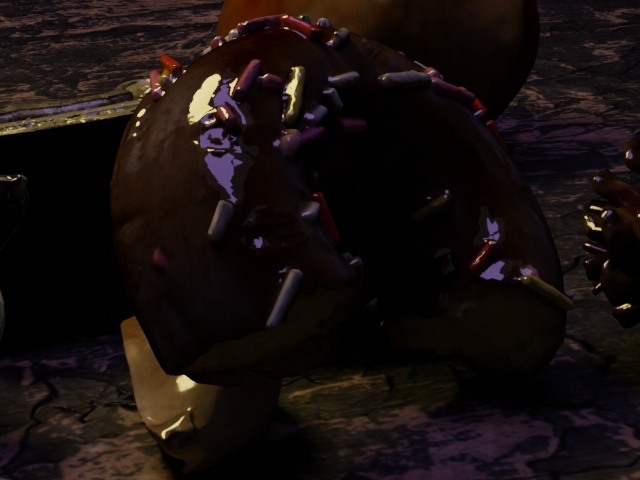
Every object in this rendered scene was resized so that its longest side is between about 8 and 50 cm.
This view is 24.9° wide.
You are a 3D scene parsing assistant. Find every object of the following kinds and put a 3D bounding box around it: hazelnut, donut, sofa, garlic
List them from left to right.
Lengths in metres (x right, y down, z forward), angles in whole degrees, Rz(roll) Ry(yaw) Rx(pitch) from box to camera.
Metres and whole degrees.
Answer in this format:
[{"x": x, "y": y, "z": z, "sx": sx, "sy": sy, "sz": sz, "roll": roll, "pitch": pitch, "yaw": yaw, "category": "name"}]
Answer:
[{"x": -0.229, "y": -0.033, "z": 1.202, "sx": 0.258, "sy": 0.200, "sz": 0.182, "roll": -14, "pitch": 23, "yaw": -26, "category": "sofa"}, {"x": -0.076, "y": 0.093, "z": 0.988, "sx": 0.101, "sy": 0.087, "sz": 0.195, "roll": -20, "pitch": 24, "yaw": -7, "category": "garlic"}, {"x": 0.019, "y": -0.031, "z": 0.979, "sx": 0.345, "sy": 0.259, "sz": 0.136, "roll": 9, "pitch": -32, "yaw": -41, "category": "donut"}, {"x": 0.059, "y": -0.231, "z": 1.604, "sx": 0.366, "sy": 0.366, "sz": 0.366, "roll": -3, "pitch": 18, "yaw": 1, "category": "hazelnut"}]

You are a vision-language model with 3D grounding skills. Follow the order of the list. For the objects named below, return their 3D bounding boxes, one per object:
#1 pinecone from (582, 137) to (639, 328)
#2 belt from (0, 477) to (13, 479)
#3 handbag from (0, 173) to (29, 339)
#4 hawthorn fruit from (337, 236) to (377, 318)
[{"x": 0.314, "y": -0.015, "z": 1.011, "sx": 0.292, "sy": 0.246, "sz": 0.246, "roll": -20, "pitch": 8, "yaw": 31, "category": "pinecone"}, {"x": -0.179, "y": 0.182, "z": 0.728, "sx": 0.190, "sy": 0.082, "sz": 0.141, "roll": 9, "pitch": 19, "yaw": 35, "category": "belt"}, {"x": -0.306, "y": 0.052, "z": 1.000, "sx": 0.315, "sy": 0.241, "sz": 0.109, "roll": 13, "pitch": -21, "yaw": 37, "category": "handbag"}, {"x": 0.000, "y": 0.000, "z": 1.155, "sx": 0.194, "sy": 0.157, "sz": 0.157, "roll": 33, "pitch": 17, "yaw": -8, "category": "hawthorn fruit"}]
